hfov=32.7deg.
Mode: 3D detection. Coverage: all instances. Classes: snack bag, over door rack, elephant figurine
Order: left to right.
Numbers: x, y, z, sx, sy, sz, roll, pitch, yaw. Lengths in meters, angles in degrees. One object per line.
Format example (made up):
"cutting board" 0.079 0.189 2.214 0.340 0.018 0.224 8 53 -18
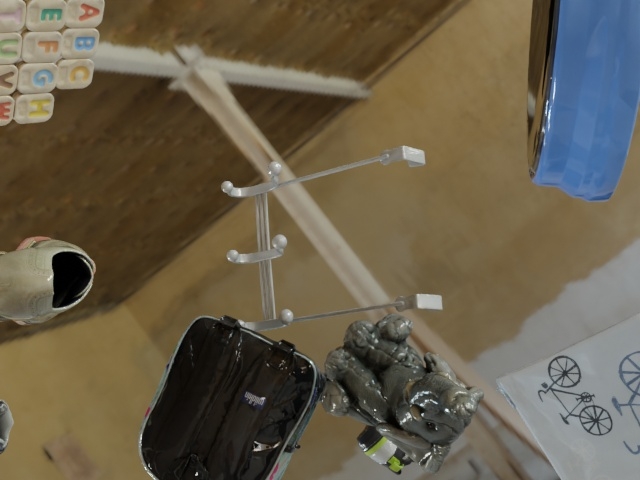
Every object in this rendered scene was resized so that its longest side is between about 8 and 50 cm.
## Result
"over door rack" 0.000 0.000 1.590 0.324 0.239 0.108 -10 -10 26
"elephant figurine" 0.126 0.208 1.373 0.186 0.239 0.169 -6 -65 -46
"snack bag" 0.541 0.325 2.010 0.342 0.323 0.037 -31 4 31

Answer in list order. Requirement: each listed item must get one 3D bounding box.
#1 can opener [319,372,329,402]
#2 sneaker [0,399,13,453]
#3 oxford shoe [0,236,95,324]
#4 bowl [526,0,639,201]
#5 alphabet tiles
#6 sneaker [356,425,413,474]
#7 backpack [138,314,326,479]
"can opener" -0.027 0.264 1.914 0.186 0.059 0.073 -10 -38 -38
"sneaker" -0.612 0.283 1.795 0.163 0.226 0.086 -27 28 24
"oxford shoe" -0.413 0.068 1.702 0.146 0.140 0.397 -2 5 6
"bowl" 0.250 -0.233 1.045 0.077 0.391 0.391 4 -3 7
"alphabet tiles" -0.484 -0.313 1.755 0.278 0.021 0.284 -9 -50 -37
"sneaker" 0.122 0.307 1.695 0.084 0.097 0.235 -47 -7 19
"backpack" -0.133 0.260 1.574 0.191 0.225 0.253 79 -145 -70
